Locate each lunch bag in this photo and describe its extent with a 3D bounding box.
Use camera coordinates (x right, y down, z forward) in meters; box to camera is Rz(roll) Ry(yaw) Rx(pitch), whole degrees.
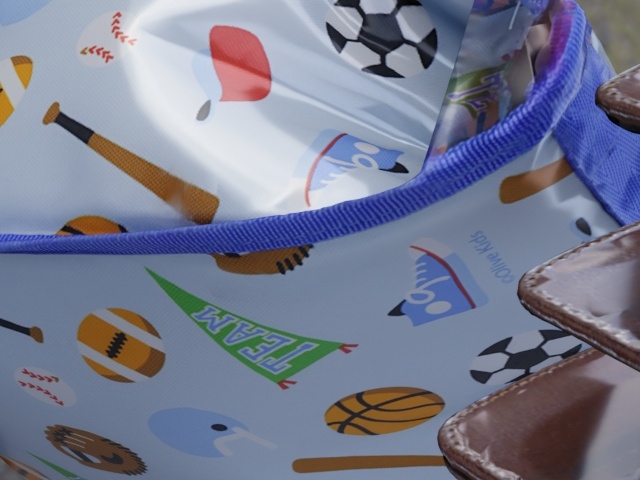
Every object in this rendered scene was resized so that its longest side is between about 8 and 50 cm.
[{"bbox_3d":[0.000,0.000,0.868,0.328,0.385,0.239,48,53,-47],"label":"lunch bag"}]

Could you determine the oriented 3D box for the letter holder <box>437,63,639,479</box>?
[{"bbox_3d":[0.202,-0.008,0.569,0.301,0.152,0.214,-17,25,-28],"label":"letter holder"}]
